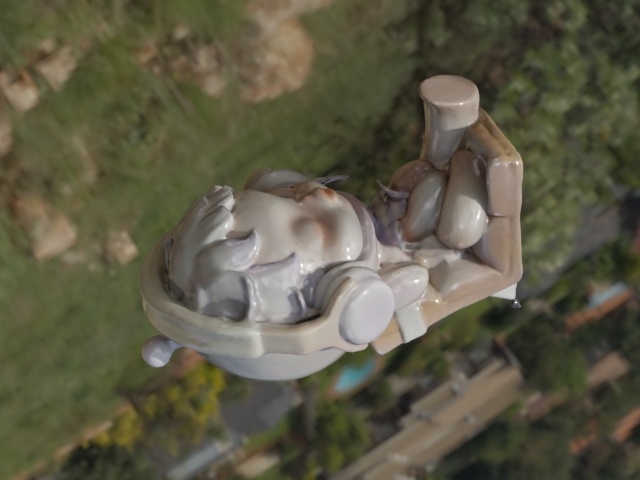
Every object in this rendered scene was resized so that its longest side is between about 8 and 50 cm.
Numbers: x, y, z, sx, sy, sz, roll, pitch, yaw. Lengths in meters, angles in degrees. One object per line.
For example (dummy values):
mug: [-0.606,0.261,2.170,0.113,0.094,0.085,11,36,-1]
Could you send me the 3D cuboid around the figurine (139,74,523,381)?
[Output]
figurine: [0.000,0.003,1.000,0.237,0.162,0.141,-18,122,-3]
